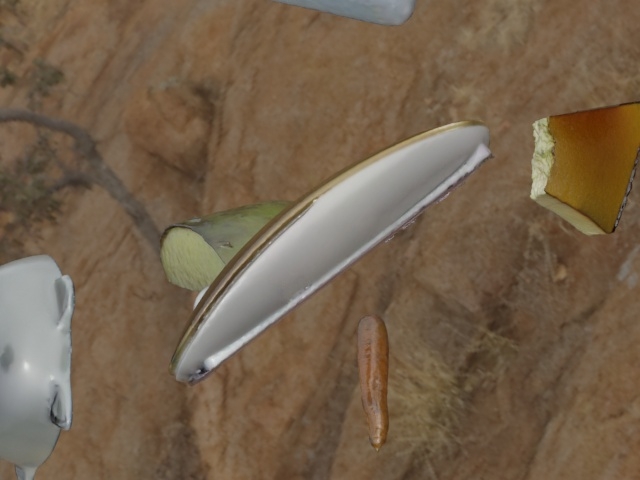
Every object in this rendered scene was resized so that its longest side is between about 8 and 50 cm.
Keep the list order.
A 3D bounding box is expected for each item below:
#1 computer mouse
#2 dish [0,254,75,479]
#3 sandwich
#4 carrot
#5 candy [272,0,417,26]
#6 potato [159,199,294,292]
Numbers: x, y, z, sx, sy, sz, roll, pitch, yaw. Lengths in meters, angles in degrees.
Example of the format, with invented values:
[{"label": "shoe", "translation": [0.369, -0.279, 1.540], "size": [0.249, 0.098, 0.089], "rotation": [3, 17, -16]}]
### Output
[{"label": "computer mouse", "translation": [0.000, 0.000, 0.631], "size": [0.245, 0.056, 0.126], "rotation": [-38, -4, -4]}, {"label": "dish", "translation": [-0.302, 0.119, 0.948], "size": [0.228, 0.086, 0.236], "rotation": [51, 129, 49]}, {"label": "sandwich", "translation": [0.336, -0.124, 1.306], "size": [0.058, 0.162, 0.192], "rotation": [-4, 61, 58]}, {"label": "carrot", "translation": [0.090, 0.234, 1.708], "size": [0.059, 0.059, 0.247], "rotation": [-26, 50, 32]}, {"label": "candy", "translation": [-0.002, -0.219, 0.655], "size": [0.174, 0.071, 0.138], "rotation": [20, 103, 30]}, {"label": "potato", "translation": [-0.086, -0.008, 1.542], "size": [0.255, 0.112, 0.269], "rotation": [-20, 19, -30]}]
